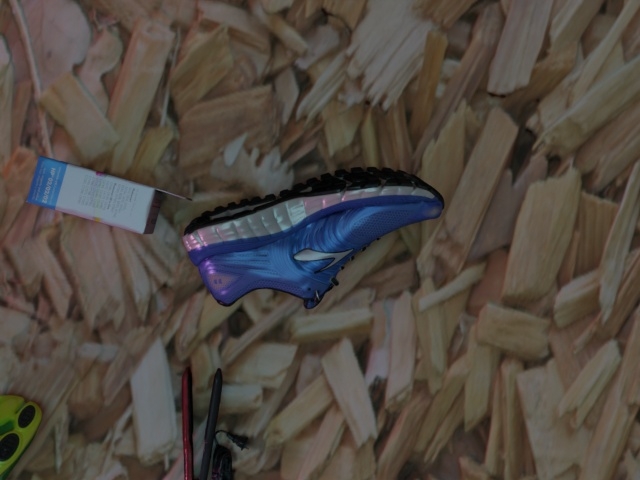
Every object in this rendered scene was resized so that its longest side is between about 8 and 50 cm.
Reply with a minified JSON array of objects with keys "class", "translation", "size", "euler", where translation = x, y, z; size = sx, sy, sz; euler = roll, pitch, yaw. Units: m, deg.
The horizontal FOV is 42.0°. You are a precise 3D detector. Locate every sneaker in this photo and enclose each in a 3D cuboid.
[{"class":"sneaker","translation":[0.000,0.000,1.072],"size":[0.330,0.130,0.147],"euler":[-16,106,-1]},{"class":"sneaker","translation":[-0.461,0.321,1.041],"size":[0.110,0.123,0.295],"euler":[31,70,9]}]

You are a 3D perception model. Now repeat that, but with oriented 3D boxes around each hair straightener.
[{"class":"hair straightener","translation":[-0.137,0.280,1.089],"size":[0.089,0.047,0.230],"euler":[1,91,-4]}]

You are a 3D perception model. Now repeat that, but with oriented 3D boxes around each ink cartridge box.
[{"class":"ink cartridge box","translation":[-0.259,-0.050,1.046],"size":[0.182,0.104,0.061],"euler":[16,90,-4]}]
